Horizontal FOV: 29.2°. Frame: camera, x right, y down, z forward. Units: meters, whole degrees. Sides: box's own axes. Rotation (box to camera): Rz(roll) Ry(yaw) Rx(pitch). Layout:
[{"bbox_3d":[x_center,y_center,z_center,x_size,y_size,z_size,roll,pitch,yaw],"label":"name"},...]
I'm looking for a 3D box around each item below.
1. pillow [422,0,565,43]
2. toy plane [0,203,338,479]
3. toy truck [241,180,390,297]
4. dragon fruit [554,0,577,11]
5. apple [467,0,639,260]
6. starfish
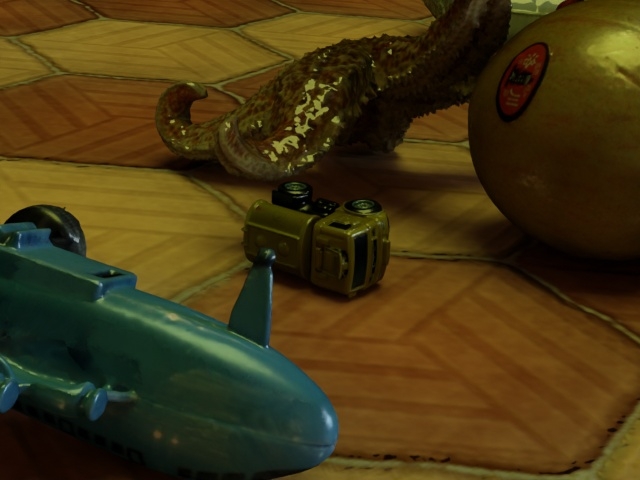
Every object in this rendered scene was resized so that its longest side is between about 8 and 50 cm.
[{"bbox_3d":[0.236,-0.241,1.293,0.255,0.120,0.322,5,19,-5],"label":"pillow"},{"bbox_3d":[-0.119,0.040,0.542,0.271,0.105,0.254,7,7,17],"label":"toy plane"},{"bbox_3d":[0.000,0.000,0.730,0.083,0.049,0.054,17,26,30],"label":"toy truck"},{"bbox_3d":[0.219,-0.132,1.042,0.125,0.125,0.246,-13,18,49],"label":"dragon fruit"},{"bbox_3d":[0.183,-0.073,0.787,0.155,0.182,0.182,16,24,35],"label":"apple"},{"bbox_3d":[0.036,-0.116,0.853,0.312,0.113,0.303,-20,-4,-39],"label":"starfish"}]
